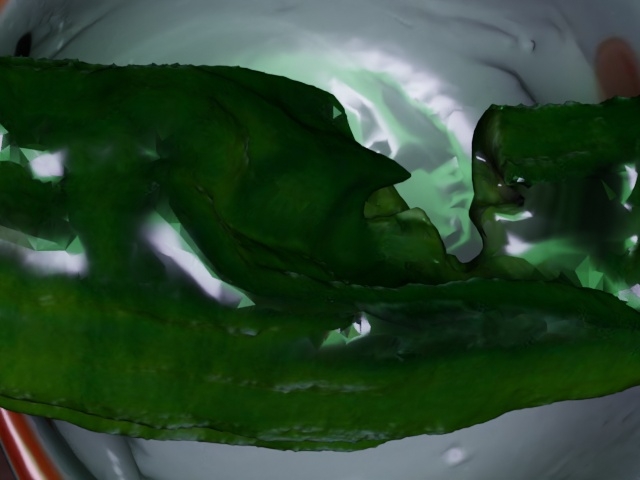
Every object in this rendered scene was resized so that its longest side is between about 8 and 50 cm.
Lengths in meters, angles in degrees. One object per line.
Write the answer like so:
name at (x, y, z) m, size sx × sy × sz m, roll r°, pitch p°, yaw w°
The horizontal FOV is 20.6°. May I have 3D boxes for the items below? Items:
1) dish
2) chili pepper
dish at (0.000, 0.000, 0.546) m, size 0.256 × 0.117 × 0.256 m, roll 2°, pitch 82°, yaw -13°
chili pepper at (0.007, 0.003, 0.448) m, size 0.253 × 0.083 × 0.099 m, roll 0°, pitch 73°, yaw -17°
